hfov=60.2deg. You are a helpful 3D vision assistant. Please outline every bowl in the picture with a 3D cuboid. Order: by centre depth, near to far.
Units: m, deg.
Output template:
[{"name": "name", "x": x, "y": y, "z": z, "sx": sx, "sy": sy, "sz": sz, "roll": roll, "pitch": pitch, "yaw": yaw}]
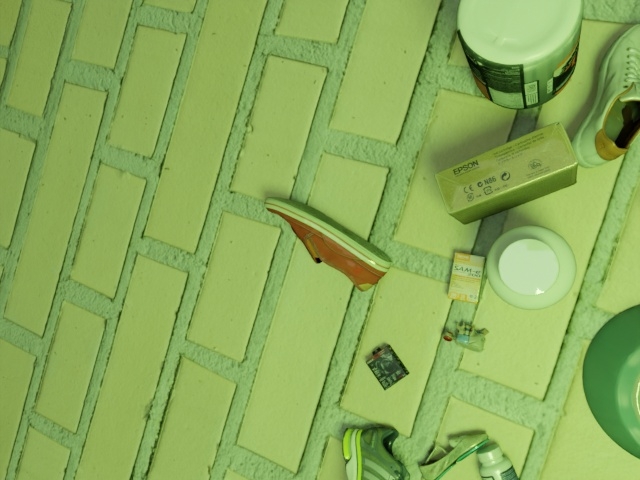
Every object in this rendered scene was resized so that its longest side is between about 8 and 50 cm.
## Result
[{"name": "bowl", "x": 0.619, "y": 0.260, "z": 0.937, "sx": 0.311, "sy": 0.163, "sz": 0.312, "roll": -1, "pitch": 87, "yaw": 24}]

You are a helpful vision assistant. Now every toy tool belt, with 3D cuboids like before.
[{"name": "toy tool belt", "x": 0.301, "y": 0.194, "z": 1.141, "sx": 0.083, "sy": 0.052, "sz": 0.051, "roll": 17, "pitch": 63, "yaw": 20}]

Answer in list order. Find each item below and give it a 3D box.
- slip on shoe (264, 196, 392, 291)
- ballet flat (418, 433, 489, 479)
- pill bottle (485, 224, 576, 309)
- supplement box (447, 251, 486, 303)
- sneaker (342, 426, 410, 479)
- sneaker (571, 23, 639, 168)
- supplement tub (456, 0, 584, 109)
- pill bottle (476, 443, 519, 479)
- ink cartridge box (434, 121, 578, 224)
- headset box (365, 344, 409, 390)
[{"name": "slip on shoe", "x": 0.000, "y": 0.000, "z": 1.240, "sx": 0.331, "sy": 0.123, "sz": 0.101, "roll": 34, "pitch": 104, "yaw": 16}, {"name": "ballet flat", "x": 0.268, "y": 0.436, "z": 1.134, "sx": 0.168, "sy": 0.057, "sz": 0.052, "roll": -45, "pitch": 62, "yaw": 14}, {"name": "pill bottle", "x": 0.378, "y": 0.049, "z": 0.993, "sx": 0.146, "sy": 0.264, "sz": 0.146, "roll": -1, "pitch": 87, "yaw": 23}, {"name": "supplement box", "x": 0.304, "y": 0.077, "z": 1.146, "sx": 0.062, "sy": 0.036, "sz": 0.098, "roll": 9, "pitch": 90, "yaw": 22}, {"name": "sneaker", "x": 0.124, "y": 0.506, "z": 1.109, "sx": 0.121, "sy": 0.111, "sz": 0.300, "roll": -22, "pitch": 46, "yaw": 12}, {"name": "sneaker", "x": 0.560, "y": -0.266, "z": 0.985, "sx": 0.106, "sy": 0.123, "sz": 0.290, "roll": 25, "pitch": 84, "yaw": -9}, {"name": "supplement tub", "x": 0.361, "y": -0.353, "z": 0.994, "sx": 0.193, "sy": 0.316, "sz": 0.194, "roll": -1, "pitch": 88, "yaw": 22}, {"name": "pill bottle", "x": 0.354, "y": 0.470, "z": 1.087, "sx": 0.067, "sy": 0.067, "sz": 0.120, "roll": -26, "pitch": 78, "yaw": 20}, {"name": "ink cartridge box", "x": 0.355, "y": -0.117, "z": 1.050, "sx": 0.234, "sy": 0.193, "sz": 0.088, "roll": -22, "pitch": 78, "yaw": 20}, {"name": "headset box", "x": 0.144, "y": 0.274, "z": 1.205, "sx": 0.062, "sy": 0.032, "sz": 0.083, "roll": -40, "pitch": 72, "yaw": 15}]
